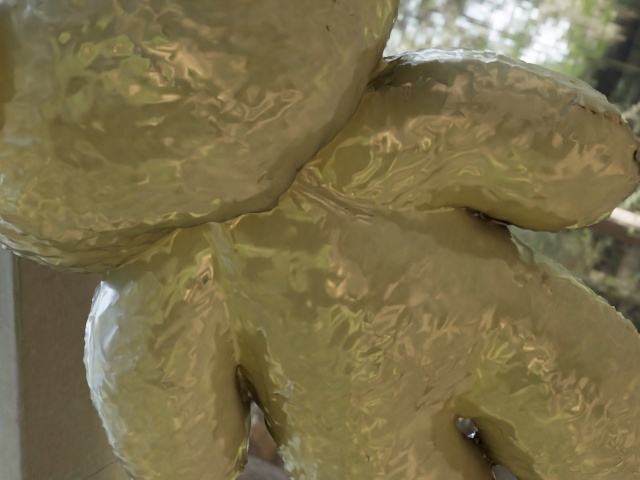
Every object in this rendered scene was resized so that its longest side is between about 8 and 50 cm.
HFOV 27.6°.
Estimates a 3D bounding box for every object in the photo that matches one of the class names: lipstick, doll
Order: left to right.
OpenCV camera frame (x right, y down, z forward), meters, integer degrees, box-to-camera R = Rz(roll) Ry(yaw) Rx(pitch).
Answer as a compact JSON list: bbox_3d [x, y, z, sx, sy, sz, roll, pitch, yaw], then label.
[{"bbox_3d":[-0.125,0.039,0.557,0.068,0.066,0.317,-26,-53,-50],"label":"lipstick"},{"bbox_3d":[-0.004,0.003,0.428,0.175,0.278,0.149,-46,20,-25],"label":"doll"}]
